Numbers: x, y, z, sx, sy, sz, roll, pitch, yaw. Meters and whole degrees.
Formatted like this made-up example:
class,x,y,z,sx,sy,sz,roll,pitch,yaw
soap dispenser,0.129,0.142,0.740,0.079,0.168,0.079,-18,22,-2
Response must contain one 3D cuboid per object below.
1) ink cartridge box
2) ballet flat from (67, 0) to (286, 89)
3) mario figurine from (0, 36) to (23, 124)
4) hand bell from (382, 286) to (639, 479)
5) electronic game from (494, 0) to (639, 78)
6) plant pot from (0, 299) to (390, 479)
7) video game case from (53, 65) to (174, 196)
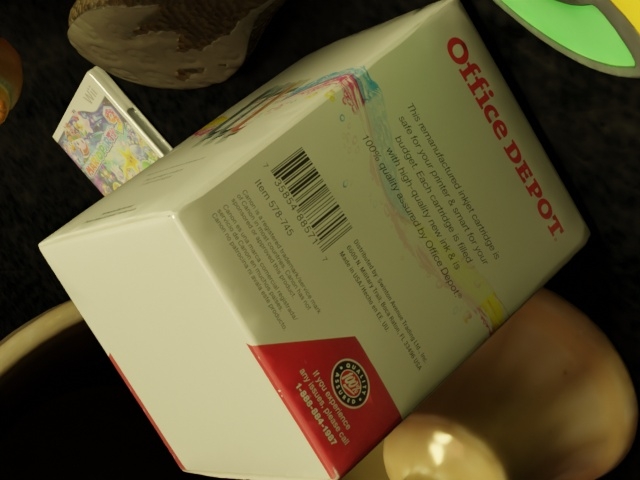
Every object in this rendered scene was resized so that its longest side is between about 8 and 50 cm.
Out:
class,x,y,z,sx,sy,sz,roll,pitch,yaw
ink cartridge box,0.000,0.000,0.635,0.127,0.176,0.128,-11,114,56
ballet flat,-0.053,-0.129,0.686,0.084,0.058,0.250,20,160,-20
mario figurine,-0.180,-0.178,0.629,0.170,0.198,0.320,120,149,-64
hand bell,0.036,0.129,0.643,0.126,0.242,0.126,20,131,25
electronic game,0.049,-0.148,0.475,0.229,0.048,0.229,51,174,7
plant pot,-0.102,0.178,0.857,0.323,0.323,0.280,57,163,-11
video game case,-0.107,-0.038,0.874,0.122,0.011,0.087,49,147,2
